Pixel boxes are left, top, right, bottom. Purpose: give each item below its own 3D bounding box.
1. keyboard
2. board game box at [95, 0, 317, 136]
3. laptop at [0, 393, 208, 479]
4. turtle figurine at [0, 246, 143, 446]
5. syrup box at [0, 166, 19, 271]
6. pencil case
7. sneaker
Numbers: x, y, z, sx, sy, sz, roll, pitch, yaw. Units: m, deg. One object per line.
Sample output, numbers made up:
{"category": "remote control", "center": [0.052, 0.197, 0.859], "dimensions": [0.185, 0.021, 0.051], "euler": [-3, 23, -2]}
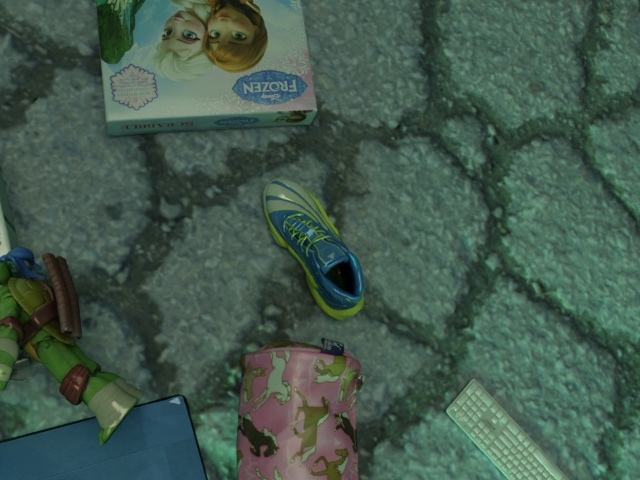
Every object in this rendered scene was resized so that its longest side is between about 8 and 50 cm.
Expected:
{"category": "keyboard", "center": [0.299, 0.328, 1.124], "dimensions": [0.072, 0.014, 0.256], "euler": [-43, 89, -18]}
{"category": "board game box", "center": [-0.183, -0.329, 1.149], "dimensions": [0.318, 0.066, 0.318], "euler": [-6, 78, -13]}
{"category": "laptop", "center": [-0.282, 0.372, 0.809], "dimensions": [0.381, 0.408, 0.236], "euler": [-12, 95, -19]}
{"category": "turtle figurine", "center": [-0.372, 0.171, 0.912], "dimensions": [0.266, 0.198, 0.275], "euler": [38, 46, -3]}
{"category": "syrup box", "center": [-0.484, -0.066, 1.006], "dimensions": [0.093, 0.096, 0.237], "euler": [-14, 79, -15]}
{"category": "pencil case", "center": [-0.023, 0.329, 0.982], "dimensions": [0.167, 0.160, 0.386], "euler": [-7, 75, 27]}
{"category": "sneaker", "center": [0.000, 0.000, 1.078], "dimensions": [0.091, 0.126, 0.240], "euler": [-32, 86, -17]}
